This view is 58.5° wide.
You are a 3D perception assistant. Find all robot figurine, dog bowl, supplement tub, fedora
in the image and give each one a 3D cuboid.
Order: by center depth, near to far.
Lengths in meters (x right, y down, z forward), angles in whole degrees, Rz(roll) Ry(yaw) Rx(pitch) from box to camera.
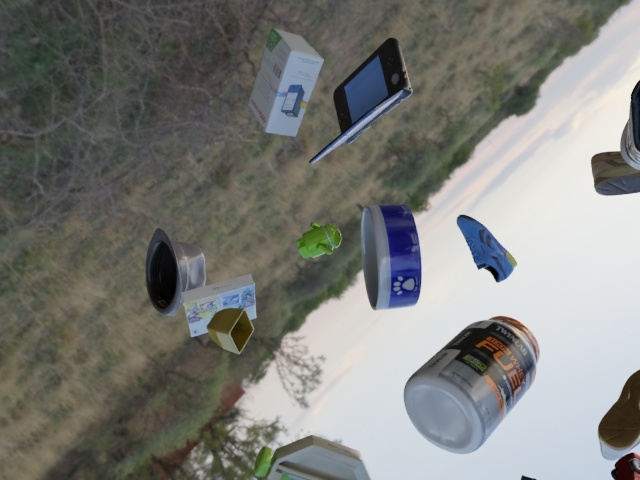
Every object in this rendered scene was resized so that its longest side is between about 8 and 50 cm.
[{"bbox_3d":[0.342,0.299,1.248,0.316,0.193,0.193,-28,167,-42],"label":"supplement tub"},{"bbox_3d":[0.000,0.000,1.416,0.115,0.067,0.101,-23,-140,5],"label":"robot figurine"},{"bbox_3d":[0.172,0.041,1.434,0.104,0.264,0.265,-5,173,-4],"label":"dog bowl"},{"bbox_3d":[-0.422,0.094,1.703,0.124,0.243,0.275,-7,132,-38],"label":"fedora"}]

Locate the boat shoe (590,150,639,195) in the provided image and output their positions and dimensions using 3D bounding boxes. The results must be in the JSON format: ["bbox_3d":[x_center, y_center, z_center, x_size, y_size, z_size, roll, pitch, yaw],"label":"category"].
[{"bbox_3d":[0.845,-0.188,1.387,0.121,0.341,0.110,65,26,-58],"label":"boat shoe"}]

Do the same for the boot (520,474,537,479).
[{"bbox_3d":[0.656,0.814,1.680,0.161,0.083,0.246,-59,-145,0],"label":"boot"}]

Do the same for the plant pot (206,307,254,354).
[{"bbox_3d":[-0.223,0.212,1.373,0.081,0.083,0.081,-61,147,-42],"label":"plant pot"}]

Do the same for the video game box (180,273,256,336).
[{"bbox_3d":[-0.291,0.190,1.659,0.205,0.048,0.187,-15,146,-17],"label":"video game box"}]

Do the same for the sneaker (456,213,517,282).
[{"bbox_3d":[0.429,0.022,1.526,0.082,0.209,0.069,-42,178,-12],"label":"sneaker"}]

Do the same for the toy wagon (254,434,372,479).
[{"bbox_3d":[-0.039,0.564,1.161,0.068,0.267,0.344,-106,-141,-76],"label":"toy wagon"}]

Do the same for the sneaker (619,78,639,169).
[{"bbox_3d":[0.740,-0.363,1.137,0.257,0.169,0.447,-2,110,-65],"label":"sneaker"}]

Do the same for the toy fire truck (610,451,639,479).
[{"bbox_3d":[0.462,0.400,0.769,0.192,0.135,0.047,-52,173,-47],"label":"toy fire truck"}]

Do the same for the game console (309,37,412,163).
[{"bbox_3d":[0.083,-0.369,1.520,0.173,0.250,0.293,-1,162,-35],"label":"game console"}]

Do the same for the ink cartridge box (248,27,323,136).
[{"bbox_3d":[-0.092,-0.387,1.409,0.093,0.154,0.212,4,126,-32],"label":"ink cartridge box"}]

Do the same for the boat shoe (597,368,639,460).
[{"bbox_3d":[0.700,0.377,1.263,0.277,0.098,0.096,-31,134,-22],"label":"boat shoe"}]
